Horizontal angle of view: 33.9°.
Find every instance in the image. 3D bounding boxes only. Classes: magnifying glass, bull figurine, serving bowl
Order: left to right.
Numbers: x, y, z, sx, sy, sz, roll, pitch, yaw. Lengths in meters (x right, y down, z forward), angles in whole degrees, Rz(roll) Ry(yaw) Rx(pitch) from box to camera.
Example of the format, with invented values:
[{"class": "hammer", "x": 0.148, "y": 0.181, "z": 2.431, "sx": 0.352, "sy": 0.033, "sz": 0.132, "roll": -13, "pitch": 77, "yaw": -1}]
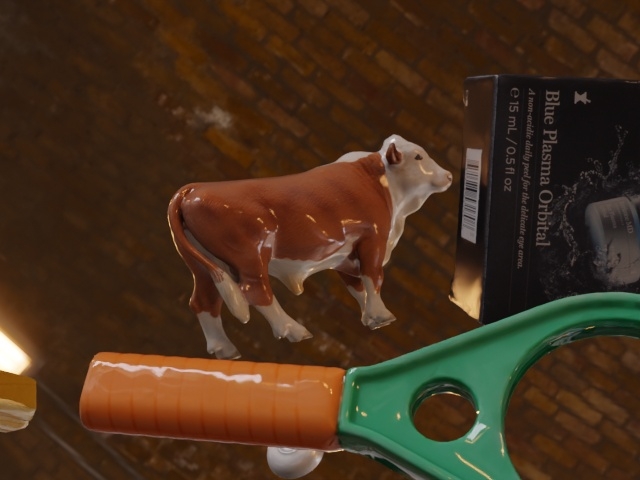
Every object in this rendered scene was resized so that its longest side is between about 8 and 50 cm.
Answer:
[{"class": "serving bowl", "x": -0.038, "y": 0.288, "z": 1.459, "sx": 0.083, "sy": 0.083, "sz": 0.027, "roll": 6, "pitch": -43, "yaw": 32}, {"class": "bull figurine", "x": 0.000, "y": 0.000, "z": 1.029, "sx": 0.101, "sy": 0.310, "sz": 0.188, "roll": -28, "pitch": -105, "yaw": 60}, {"class": "magnifying glass", "x": 0.032, "y": 0.057, "z": 0.349, "sx": 0.231, "sy": 0.092, "sz": 0.026, "roll": 1, "pitch": -33, "yaw": 14}]

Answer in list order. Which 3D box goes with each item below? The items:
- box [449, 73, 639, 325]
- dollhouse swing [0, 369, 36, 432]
[{"class": "box", "x": 0.174, "y": -0.026, "z": 0.679, "sx": 0.158, "sy": 0.093, "sz": 0.155, "roll": 2, "pitch": -83, "yaw": -5}, {"class": "dollhouse swing", "x": -0.405, "y": 0.207, "z": 0.717, "sx": 0.347, "sy": 0.315, "sz": 0.305, "roll": -16, "pitch": -39, "yaw": 21}]
